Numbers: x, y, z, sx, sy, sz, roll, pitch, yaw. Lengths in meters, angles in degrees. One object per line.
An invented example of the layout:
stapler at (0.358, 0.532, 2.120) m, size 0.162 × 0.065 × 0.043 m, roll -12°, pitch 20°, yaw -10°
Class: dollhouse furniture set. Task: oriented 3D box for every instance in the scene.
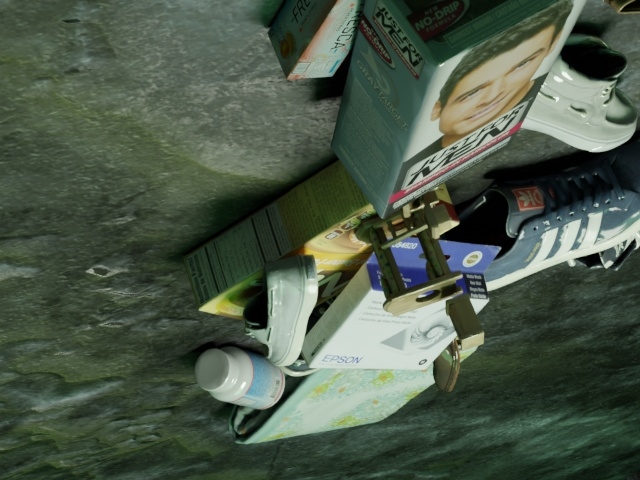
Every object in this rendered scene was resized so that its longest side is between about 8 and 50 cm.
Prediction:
dollhouse furniture set at (0.114, 0.032, 1.702) m, size 0.101 × 0.182 × 0.161 m, roll -19°, pitch 155°, yaw -3°

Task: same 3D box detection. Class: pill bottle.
pill bottle at (-0.129, 0.214, 2.263) m, size 0.087 × 0.087 × 0.160 m, roll -28°, pitch 155°, yaw 19°

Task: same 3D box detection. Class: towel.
towel at (0.058, 0.240, 2.470) m, size 0.321 × 0.090 × 0.374 m, roll 0°, pitch 151°, yaw -37°

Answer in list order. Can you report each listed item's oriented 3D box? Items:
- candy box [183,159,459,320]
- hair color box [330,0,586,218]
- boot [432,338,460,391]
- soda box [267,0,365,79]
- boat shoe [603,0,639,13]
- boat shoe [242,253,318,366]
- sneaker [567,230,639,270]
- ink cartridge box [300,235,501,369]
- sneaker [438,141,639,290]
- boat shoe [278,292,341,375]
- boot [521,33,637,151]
candy box at (0.000, 0.000, 1.879) m, size 0.316 × 0.087 × 0.183 m, roll -32°, pitch 153°, yaw 26°
hair color box at (0.133, -0.173, 1.475) m, size 0.185 × 0.113 × 0.374 m, roll -30°, pitch 165°, yaw -15°
boot at (0.166, 0.153, 2.305) m, size 0.106 × 0.082 × 0.219 m, roll -7°, pitch 120°, yaw -7°
soda box at (0.014, -0.233, 1.397) m, size 0.058 × 0.063 × 0.183 m, roll -8°, pitch 155°, yaw -31°
boat shoe at (0.383, -0.275, 1.587) m, size 0.183 × 0.066 × 0.066 m, roll -9°, pitch 155°, yaw -23°
boat shoe at (-0.060, 0.089, 1.839) m, size 0.081 × 0.079 × 0.227 m, roll 0°, pitch 147°, yaw -13°
sneaker at (0.450, -0.020, 2.068) m, size 0.235 × 0.153 × 0.094 m, roll -13°, pitch 117°, yaw 29°
ink cartridge box at (0.116, 0.090, 1.927) m, size 0.223 × 0.045 × 0.224 m, roll 5°, pitch 134°, yaw -39°
sneaker at (0.318, -0.046, 1.983) m, size 0.350 × 0.131 × 0.148 m, roll -30°, pitch 146°, yaw 13°
boat shoe at (0.031, 0.100, 2.035) m, size 0.254 × 0.095 × 0.079 m, roll -33°, pitch 169°, yaw -37°
boot at (0.326, -0.178, 1.720) m, size 0.258 × 0.095 × 0.123 m, roll 4°, pitch 155°, yaw -41°
